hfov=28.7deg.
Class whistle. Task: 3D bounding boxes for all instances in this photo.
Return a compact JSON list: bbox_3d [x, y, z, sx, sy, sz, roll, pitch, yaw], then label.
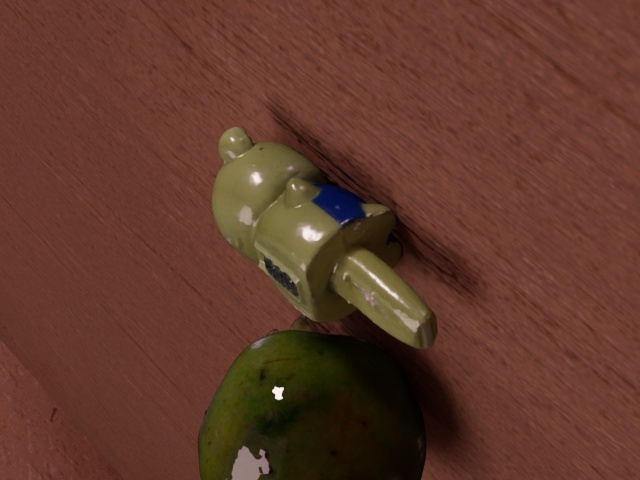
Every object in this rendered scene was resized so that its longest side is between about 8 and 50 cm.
[{"bbox_3d":[0.000,0.000,0.863,0.227,0.085,0.105,38,154,37],"label":"whistle"}]

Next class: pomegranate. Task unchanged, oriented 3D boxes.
[{"bbox_3d":[-0.010,0.145,1.011,0.225,0.187,0.187,-105,-7,-59],"label":"pomegranate"}]
